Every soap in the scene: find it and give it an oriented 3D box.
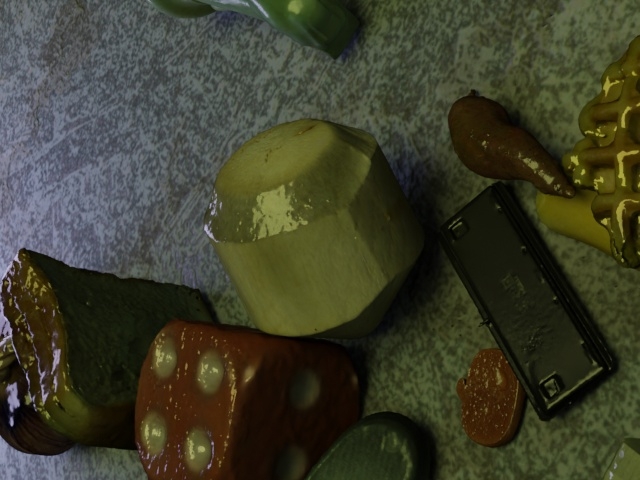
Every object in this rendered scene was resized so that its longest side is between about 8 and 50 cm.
[{"bbox_3d":[0.262,-0.029,1.143,0.168,0.033,0.089,30,98,47],"label":"soap"}]

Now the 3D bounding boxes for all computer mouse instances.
[{"bbox_3d":[0.023,0.269,1.275,0.113,0.068,0.229,37,84,20],"label":"computer mouse"}]

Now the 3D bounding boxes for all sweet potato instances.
[{"bbox_3d":[0.164,-0.084,1.219,0.068,0.068,0.226,-61,30,17],"label":"sweet potato"}]

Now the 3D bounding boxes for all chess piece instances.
[{"bbox_3d":[-0.091,-0.303,1.492,0.298,0.175,0.176,36,107,45],"label":"chess piece"}]

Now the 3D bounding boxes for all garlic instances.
[{"bbox_3d":[-0.369,0.159,1.691,0.245,0.160,0.245,0,90,48],"label":"garlic"}]

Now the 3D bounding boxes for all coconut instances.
[{"bbox_3d":[0.000,0.000,1.305,0.202,0.222,0.202,-20,29,12],"label":"coconut"}]

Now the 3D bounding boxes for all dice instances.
[{"bbox_3d":[-0.076,0.178,1.355,0.174,0.175,0.179,7,85,47],"label":"dice"}]

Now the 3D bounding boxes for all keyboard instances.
[{"bbox_3d":[0.183,0.052,1.211,0.093,0.025,0.230,-42,52,22],"label":"keyboard"}]

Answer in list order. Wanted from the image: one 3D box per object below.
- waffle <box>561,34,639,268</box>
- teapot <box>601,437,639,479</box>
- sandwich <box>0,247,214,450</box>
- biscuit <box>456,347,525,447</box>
[{"bbox_3d":[0.328,-0.087,1.046,0.291,0.051,0.291,-15,65,35],"label":"waffle"},{"bbox_3d":[0.229,0.257,1.077,0.107,0.077,0.200,40,110,49],"label":"teapot"},{"bbox_3d":[-0.216,0.124,1.463,0.087,0.251,0.226,-43,52,31],"label":"sandwich"},{"bbox_3d":[0.158,0.145,1.227,0.078,0.015,0.091,14,91,50],"label":"biscuit"}]
